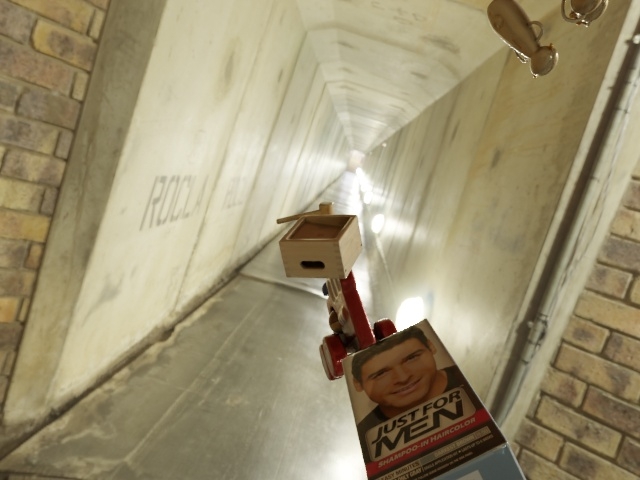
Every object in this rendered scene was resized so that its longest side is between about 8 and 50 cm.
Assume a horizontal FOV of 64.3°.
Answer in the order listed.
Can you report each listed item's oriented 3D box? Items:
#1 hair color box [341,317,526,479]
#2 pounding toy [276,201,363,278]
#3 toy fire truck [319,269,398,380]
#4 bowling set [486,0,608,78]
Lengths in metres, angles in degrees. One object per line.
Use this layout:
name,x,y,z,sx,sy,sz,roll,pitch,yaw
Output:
hair color box,0.155,0.279,0.803,0.113,0.185,0.374,62,3,-14
pounding toy,-0.007,-0.003,1.071,0.181,0.094,0.206,0,26,23
toy fire truck,0.071,0.202,1.279,0.169,0.253,0.302,-14,-17,-10
bowling set,0.391,-0.397,0.725,0.154,0.200,0.287,61,-14,21
